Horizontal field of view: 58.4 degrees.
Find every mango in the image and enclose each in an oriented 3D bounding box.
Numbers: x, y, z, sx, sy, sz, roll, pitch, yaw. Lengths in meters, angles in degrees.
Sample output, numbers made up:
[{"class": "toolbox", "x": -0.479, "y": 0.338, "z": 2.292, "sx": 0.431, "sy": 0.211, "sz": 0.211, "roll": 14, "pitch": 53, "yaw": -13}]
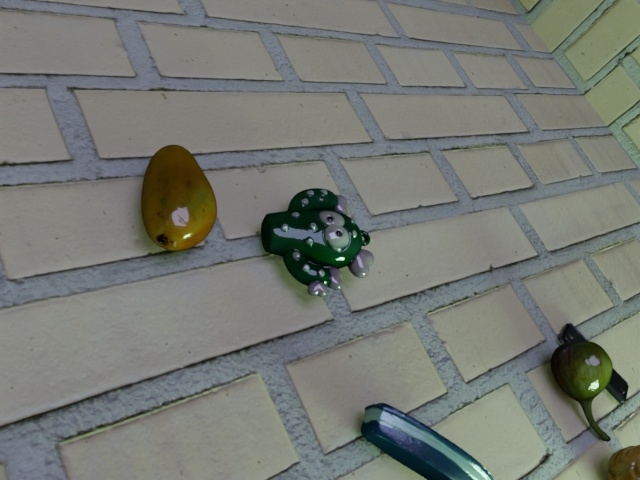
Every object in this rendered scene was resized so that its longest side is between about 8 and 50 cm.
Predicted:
[{"class": "mango", "x": -0.265, "y": -0.085, "z": 1.079, "sx": 0.138, "sy": 0.113, "sz": 0.254, "roll": 8, "pitch": 47, "yaw": -24}]

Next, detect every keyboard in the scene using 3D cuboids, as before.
[{"class": "keyboard", "x": 0.719, "y": 0.323, "z": 1.506, "sx": 0.230, "sy": 0.025, "sz": 0.093, "roll": 48, "pitch": 44, "yaw": 5}]

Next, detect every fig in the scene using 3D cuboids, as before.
[{"class": "fig", "x": 0.642, "y": 0.366, "z": 1.382, "sx": 0.149, "sy": 0.149, "sz": 0.246, "roll": -4, "pitch": 80, "yaw": -36}]

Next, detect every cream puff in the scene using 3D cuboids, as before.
[{"class": "cream puff", "x": 0.725, "y": 0.552, "z": 1.272, "sx": 0.188, "sy": 0.130, "sz": 0.189, "roll": 15, "pitch": 45, "yaw": -16}]

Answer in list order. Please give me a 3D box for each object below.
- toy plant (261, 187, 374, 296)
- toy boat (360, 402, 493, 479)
[{"class": "toy plant", "x": 0.000, "y": -0.004, "z": 1.198, "sx": 0.243, "sy": 0.113, "sz": 0.233, "roll": -23, "pitch": 72, "yaw": -36}, {"class": "toy boat", "x": 0.205, "y": 0.400, "z": 1.059, "sx": 0.299, "sy": 0.096, "sz": 0.062, "roll": 34, "pitch": 56, "yaw": -12}]
